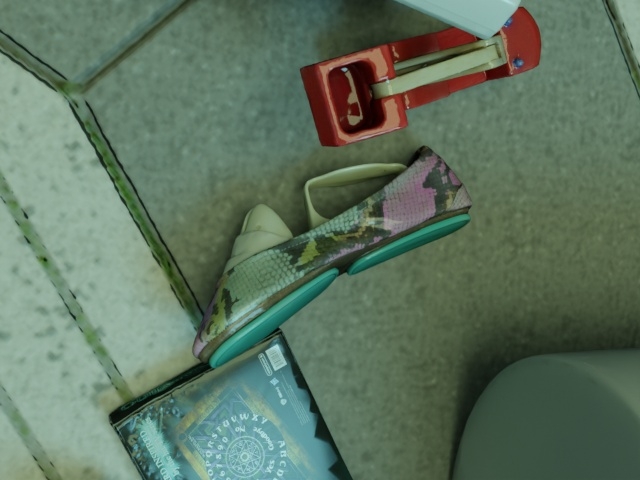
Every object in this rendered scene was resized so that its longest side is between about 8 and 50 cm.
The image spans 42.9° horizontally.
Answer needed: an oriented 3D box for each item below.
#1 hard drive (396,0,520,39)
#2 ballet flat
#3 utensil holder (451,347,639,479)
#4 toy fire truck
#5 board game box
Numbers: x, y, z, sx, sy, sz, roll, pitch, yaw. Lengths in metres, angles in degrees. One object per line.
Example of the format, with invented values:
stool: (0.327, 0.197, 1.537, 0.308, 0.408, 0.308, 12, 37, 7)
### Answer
hard drive: (-0.034, -0.242, 0.453, 0.307, 0.040, 0.203, 18, 51, -19)
ballet flat: (0.000, 0.000, 0.537, 0.221, 0.077, 0.079, -28, 79, -21)
utensil holder: (0.321, 0.218, 0.532, 0.385, 0.327, 0.328, 2, 95, -17)
toy fire truck: (0.069, -0.108, 0.509, 0.192, 0.135, 0.047, -20, 102, -16)
board game box: (-0.045, 0.168, 0.556, 0.126, 0.026, 0.186, -27, 104, -14)
